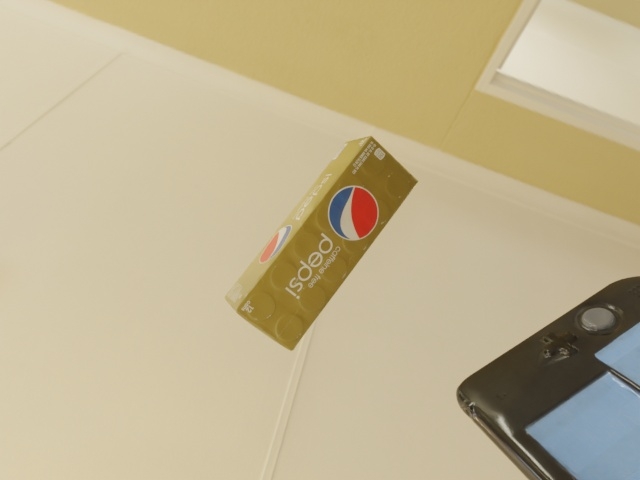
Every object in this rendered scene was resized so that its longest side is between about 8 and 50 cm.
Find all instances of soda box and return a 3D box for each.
[{"bbox_3d":[0.000,0.000,0.448,0.061,0.058,0.181,40,-98,-18],"label":"soda box"}]

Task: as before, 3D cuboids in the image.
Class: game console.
[{"bbox_3d":[0.391,0.195,0.565,0.342,0.060,0.386,-25,-151,-12],"label":"game console"}]
